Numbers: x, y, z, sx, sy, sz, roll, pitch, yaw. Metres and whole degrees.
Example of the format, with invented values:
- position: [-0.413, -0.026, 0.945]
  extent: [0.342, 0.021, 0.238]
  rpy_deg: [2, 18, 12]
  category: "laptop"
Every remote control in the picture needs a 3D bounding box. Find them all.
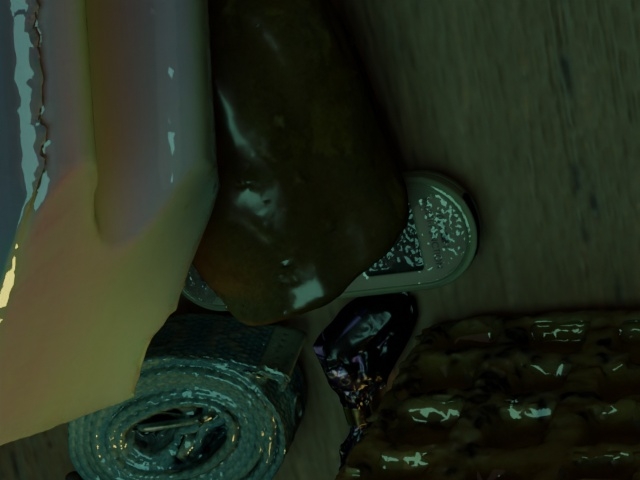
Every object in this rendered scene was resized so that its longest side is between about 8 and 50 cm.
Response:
- position: [0.000, 0.000, 1.047]
  extent: [0.221, 0.042, 0.078]
  rpy_deg: [-7, 105, 20]
  category: "remote control"

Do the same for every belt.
- position: [-0.092, 0.120, 1.097]
  extent: [0.163, 0.082, 0.148]
  rpy_deg: [7, 123, 11]
  category: "belt"

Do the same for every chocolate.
- position: [0.031, 0.107, 1.069]
  extent: [0.070, 0.072, 0.147]
  rpy_deg: [12, 109, 59]
  category: "chocolate"

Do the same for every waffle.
- position: [0.207, 0.136, 0.904]
  extent: [0.376, 0.261, 0.114]
  rpy_deg: [-3, 113, 20]
  category: "waffle"

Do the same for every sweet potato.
- position: [-0.068, -0.136, 0.963]
  extent: [0.158, 0.158, 0.370]
  rpy_deg: [-22, 99, 24]
  category: "sweet potato"

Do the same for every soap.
- position: [-0.199, -0.115, 0.879]
  extent: [0.261, 0.156, 0.446]
  rpy_deg: [8, 104, 35]
  category: "soap"

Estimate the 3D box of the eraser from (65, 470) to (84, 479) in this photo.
- position: [-0.146, 0.340, 1.184]
  extent: [0.155, 0.101, 0.332]
  rpy_deg: [13, 115, 14]
  category: "eraser"
